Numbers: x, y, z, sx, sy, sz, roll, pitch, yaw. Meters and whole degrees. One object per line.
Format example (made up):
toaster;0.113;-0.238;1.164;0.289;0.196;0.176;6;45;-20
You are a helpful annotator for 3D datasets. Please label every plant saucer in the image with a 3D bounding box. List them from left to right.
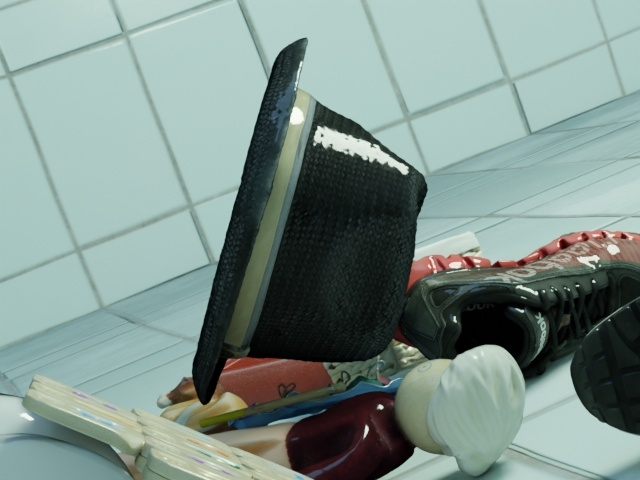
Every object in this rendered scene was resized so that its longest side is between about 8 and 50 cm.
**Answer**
plant saucer;0.002;0.117;1.712;0.258;0.047;0.259;-16;7;37

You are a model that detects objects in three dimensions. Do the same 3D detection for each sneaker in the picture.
sneaker;0.197;0.060;1.376;0.276;0.097;0.135;-8;25;-15
sneaker;0.307;0.067;1.057;0.283;0.107;0.124;-17;-8;2

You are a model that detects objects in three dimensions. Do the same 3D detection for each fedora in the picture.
fedora;0.000;0.000;1.285;0.153;0.334;0.334;15;6;-3

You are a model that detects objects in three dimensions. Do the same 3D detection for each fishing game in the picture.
fishing game;0.010;0.128;1.345;0.189;0.041;0.264;-18;-10;31

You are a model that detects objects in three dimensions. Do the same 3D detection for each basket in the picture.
basket;0.078;0.070;1.499;0.167;0.103;0.113;-17;-7;-40

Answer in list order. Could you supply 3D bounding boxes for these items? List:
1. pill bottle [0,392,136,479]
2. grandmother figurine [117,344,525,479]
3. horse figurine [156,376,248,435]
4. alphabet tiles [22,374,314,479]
pill bottle;-0.229;0.199;1.008;0.210;0.210;0.363;-23;6;-23
grandmother figurine;-0.008;0.160;1.166;0.342;0.104;0.208;-21;15;17
horse figurine;-0.127;0.186;1.465;0.174;0.066;0.263;-30;7;-24
alphabet tiles;-0.045;0.145;0.926;0.278;0.021;0.284;23;-5;-8
